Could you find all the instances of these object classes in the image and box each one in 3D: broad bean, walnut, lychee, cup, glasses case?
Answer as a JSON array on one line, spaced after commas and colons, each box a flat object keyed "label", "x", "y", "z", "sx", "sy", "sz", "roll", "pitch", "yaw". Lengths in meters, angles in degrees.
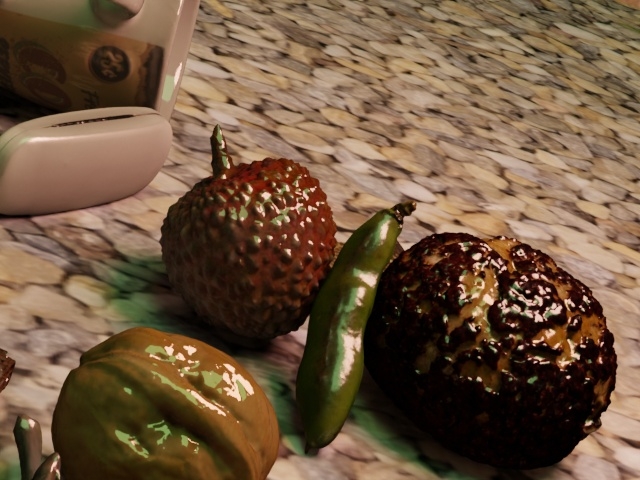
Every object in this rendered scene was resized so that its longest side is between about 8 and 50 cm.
[{"label": "broad bean", "x": 0.021, "y": 0.069, "z": 1.444, "sx": 0.065, "sy": 0.046, "sz": 0.254, "roll": 7, "pitch": 59, "yaw": 23}, {"label": "walnut", "x": -0.113, "y": 0.142, "z": 1.205, "sx": 0.167, "sy": 0.149, "sz": 0.166, "roll": 11, "pitch": 61, "yaw": -21}, {"label": "lychee", "x": -0.067, "y": -0.006, "z": 1.501, "sx": 0.197, "sy": 0.165, "sz": 0.165, "roll": 67, "pitch": 26, "yaw": -8}, {"label": "cup", "x": -0.261, "y": -0.236, "z": 1.706, "sx": 0.257, "sy": 0.227, "sz": 0.301, "roll": 12, "pitch": -7, "yaw": -3}, {"label": "glasses case", "x": -0.228, "y": -0.076, "z": 1.592, "sx": 0.059, "sy": 0.092, "sz": 0.233, "roll": 38, "pitch": 30, "yaw": 24}]

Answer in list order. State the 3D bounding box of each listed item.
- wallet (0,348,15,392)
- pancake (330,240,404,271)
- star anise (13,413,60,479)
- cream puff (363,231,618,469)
[{"label": "wallet", "x": -0.350, "y": 0.078, "z": 1.232, "sx": 0.230, "sy": 0.042, "sz": 0.124, "roll": 23, "pitch": 24, "yaw": 1}, {"label": "pancake", "x": 0.000, "y": 0.000, "z": 1.727, "sx": 0.190, "sy": 0.020, "sz": 0.184, "roll": 28, "pitch": 25, "yaw": 7}, {"label": "star anise", "x": -0.192, "y": 0.214, "z": 1.046, "sx": 0.209, "sy": 0.089, "sz": 0.231, "roll": 37, "pitch": 31, "yaw": 0}, {"label": "cream puff", "x": 0.156, "y": 0.089, "z": 1.511, "sx": 0.239, "sy": 0.164, "sz": 0.239, "roll": 21, "pitch": 22, "yaw": -9}]
